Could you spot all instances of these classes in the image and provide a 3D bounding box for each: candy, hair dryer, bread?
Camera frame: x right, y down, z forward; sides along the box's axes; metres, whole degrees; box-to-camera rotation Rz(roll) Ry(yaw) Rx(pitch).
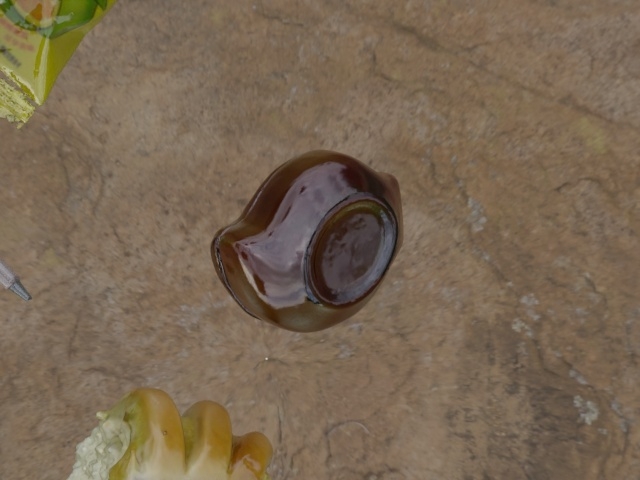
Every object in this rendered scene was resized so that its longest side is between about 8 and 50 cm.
[{"bbox_3d":[-0.306,-0.290,0.845,0.297,0.081,0.187,-45,109,2],"label":"candy"},{"bbox_3d":[-0.610,0.015,1.406,0.220,0.053,0.195,36,120,7],"label":"hair dryer"},{"bbox_3d":[-0.198,0.323,0.979,0.270,0.316,0.211,12,36,-33],"label":"bread"}]

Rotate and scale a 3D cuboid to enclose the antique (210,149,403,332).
[{"bbox_3d":[0.000,0.000,0.964,0.278,0.129,0.224,-18,111,-38],"label":"antique"}]
